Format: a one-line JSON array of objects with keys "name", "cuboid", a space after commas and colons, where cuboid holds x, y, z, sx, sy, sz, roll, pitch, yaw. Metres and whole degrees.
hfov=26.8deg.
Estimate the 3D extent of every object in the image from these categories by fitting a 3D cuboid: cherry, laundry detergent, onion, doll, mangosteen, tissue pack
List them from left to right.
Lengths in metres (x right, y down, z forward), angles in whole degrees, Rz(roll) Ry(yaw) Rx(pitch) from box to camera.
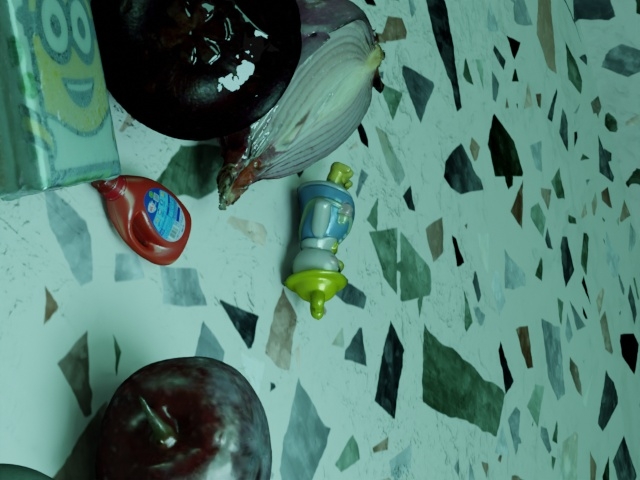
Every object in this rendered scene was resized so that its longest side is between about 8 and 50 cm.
[{"name": "tissue pack", "cuboid": [-0.320, -0.201, 1.412, 0.228, 0.128, 0.311, -32, 112, -78]}, {"name": "laundry detergent", "cuboid": [-0.228, -0.036, 1.671, 0.165, 0.049, 0.097, 39, 54, -49]}, {"name": "cherry", "cuboid": [-0.153, 0.259, 1.582, 0.300, 0.203, 0.230, 48, 36, -59]}, {"name": "mangosteen", "cuboid": [-0.149, -0.265, 1.672, 0.287, 0.233, 0.287, 32, 35, -26]}, {"name": "onion", "cuboid": [-0.074, -0.204, 1.887, 0.348, 0.159, 0.267, -42, 151, -26]}, {"name": "doll", "cuboid": [0.001, 0.000, 2.033, 0.098, 0.135, 0.241, 19, 63, -28]}]

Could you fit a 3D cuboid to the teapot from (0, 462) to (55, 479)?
[{"name": "teapot", "cuboid": [-0.319, 0.314, 1.311, 0.193, 0.129, 0.294, -36, 97, -18]}]
